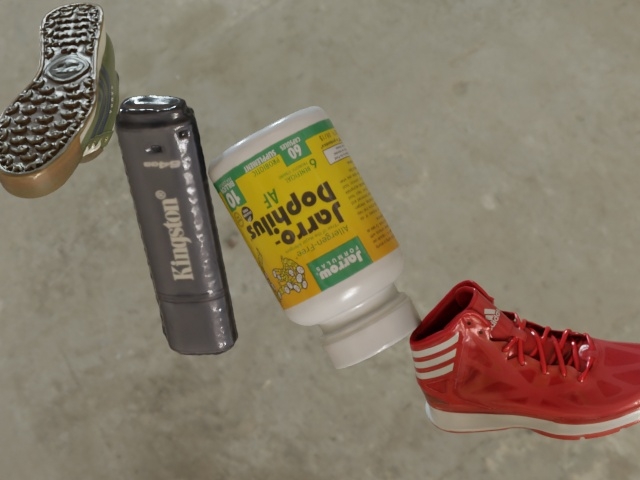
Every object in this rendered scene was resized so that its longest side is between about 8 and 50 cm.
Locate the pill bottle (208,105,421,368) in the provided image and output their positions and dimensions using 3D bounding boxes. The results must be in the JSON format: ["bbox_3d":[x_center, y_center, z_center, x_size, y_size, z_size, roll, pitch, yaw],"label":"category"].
[{"bbox_3d":[0.000,0.000,0.891,0.118,0.117,0.208,-28,91,8],"label":"pill bottle"}]

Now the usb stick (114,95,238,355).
[{"bbox_3d":[-0.131,-0.004,0.956,0.077,0.278,0.045,3,36,13],"label":"usb stick"}]

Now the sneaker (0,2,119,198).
[{"bbox_3d":[-0.176,-0.082,0.732,0.064,0.086,0.192,-3,46,5],"label":"sneaker"}]

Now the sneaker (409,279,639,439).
[{"bbox_3d":[0.176,0.095,0.853,0.221,0.128,0.087,-12,35,20],"label":"sneaker"}]
